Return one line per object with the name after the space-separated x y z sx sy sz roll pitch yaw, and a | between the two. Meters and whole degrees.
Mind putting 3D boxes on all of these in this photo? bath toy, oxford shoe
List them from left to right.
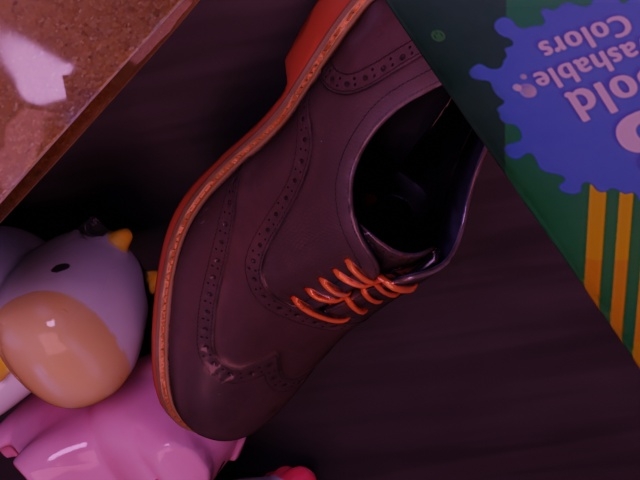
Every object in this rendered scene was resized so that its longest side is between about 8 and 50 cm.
-0.104 0.083 0.993 0.151 0.129 0.348 30 157 55 | bath toy
0.000 0.000 0.848 0.097 0.098 0.271 9 124 -28 | oxford shoe

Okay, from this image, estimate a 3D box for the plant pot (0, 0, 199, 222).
-0.178 -0.137 0.745 0.254 0.237 0.237 41 130 -6 | plant pot

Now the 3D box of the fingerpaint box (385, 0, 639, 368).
0.303 -0.080 0.702 0.444 0.163 0.371 -19 126 28 | fingerpaint box
